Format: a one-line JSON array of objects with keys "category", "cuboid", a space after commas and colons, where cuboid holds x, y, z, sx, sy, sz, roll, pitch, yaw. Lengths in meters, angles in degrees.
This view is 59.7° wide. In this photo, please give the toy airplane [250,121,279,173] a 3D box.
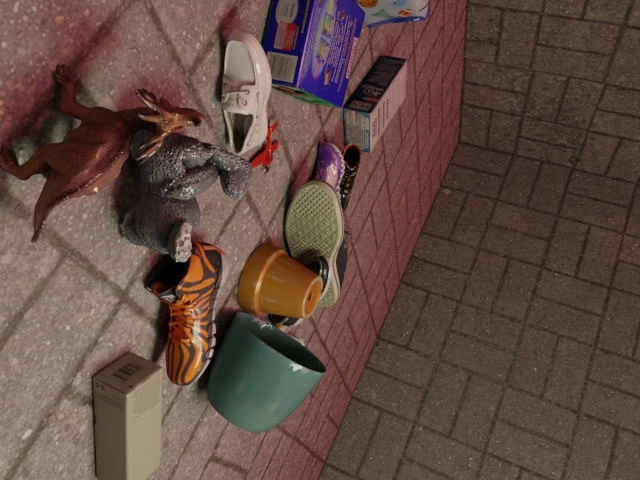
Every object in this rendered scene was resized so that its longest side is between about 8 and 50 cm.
[{"category": "toy airplane", "cuboid": [-0.135, -0.242, 1.433, 0.151, 0.028, 0.151, 17, 90, -72]}]

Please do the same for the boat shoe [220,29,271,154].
[{"category": "boat shoe", "cuboid": [-0.167, -0.303, 1.194, 0.277, 0.098, 0.096, 89, 26, -44]}]

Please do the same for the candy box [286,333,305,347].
[{"category": "candy box", "cuboid": [-0.116, 0.457, 2.016, 0.165, 0.070, 0.196, -59, 157, -32]}]

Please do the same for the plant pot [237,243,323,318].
[{"category": "plant pot", "cuboid": [-0.103, 0.133, 1.599, 0.205, 0.188, 0.205, -53, 152, -43]}]

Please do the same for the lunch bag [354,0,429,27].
[{"category": "lunch bag", "cuboid": [0.189, -0.837, 1.506, 0.328, 0.239, 0.385, 22, 70, -70]}]

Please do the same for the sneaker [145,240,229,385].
[{"category": "sneaker", "cuboid": [-0.310, 0.154, 1.206, 0.180, 0.125, 0.321, 25, 73, -66]}]

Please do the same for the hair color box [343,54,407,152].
[{"category": "hair color box", "cuboid": [0.199, -0.492, 1.989, 0.347, 0.105, 0.174, -58, 156, -35]}]

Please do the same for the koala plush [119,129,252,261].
[{"category": "koala plush", "cuboid": [-0.270, -0.078, 1.010, 0.203, 0.196, 0.221, 20, 89, -59]}]

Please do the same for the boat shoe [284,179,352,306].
[{"category": "boat shoe", "cuboid": [0.000, 0.000, 1.777, 0.156, 0.187, 0.500, -67, 160, -44]}]

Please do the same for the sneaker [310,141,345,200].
[{"category": "sneaker", "cuboid": [0.010, -0.195, 1.781, 0.104, 0.095, 0.236, -27, 131, -39]}]

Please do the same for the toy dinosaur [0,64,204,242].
[{"category": "toy dinosaur", "cuboid": [-0.316, -0.127, 0.799, 0.295, 0.200, 0.127, -63, 158, -22]}]

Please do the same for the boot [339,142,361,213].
[{"category": "boot", "cuboid": [0.076, -0.202, 1.860, 0.178, 0.085, 0.236, 138, -35, -84]}]

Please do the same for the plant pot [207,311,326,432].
[{"category": "plant pot", "cuboid": [-0.167, 0.373, 1.520, 0.235, 0.293, 0.293, -58, 160, 0]}]

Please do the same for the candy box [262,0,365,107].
[{"category": "candy box", "cuboid": [-0.015, -0.493, 1.400, 0.317, 0.122, 0.268, -7, 112, -67]}]

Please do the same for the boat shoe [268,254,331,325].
[{"category": "boat shoe", "cuboid": [-0.066, 0.164, 1.731, 0.091, 0.114, 0.302, 3, 129, -36]}]

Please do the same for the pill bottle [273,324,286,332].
[{"category": "pill bottle", "cuboid": [-0.148, 0.303, 1.837, 0.083, 0.043, 0.043, -39, 142, -56]}]

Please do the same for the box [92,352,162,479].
[{"category": "box", "cuboid": [-0.400, 0.383, 1.167, 0.113, 0.094, 0.275, -35, 139, -59]}]
